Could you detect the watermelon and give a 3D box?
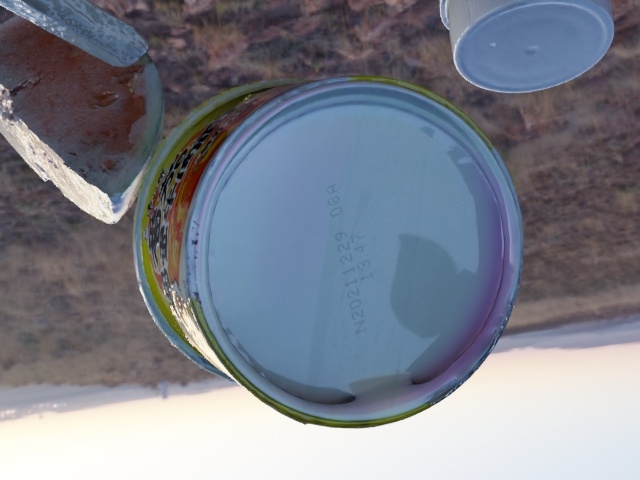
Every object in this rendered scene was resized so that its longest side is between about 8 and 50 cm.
[{"bbox_3d":[-0.292,-0.139,0.868,0.180,0.305,0.224,-11,136,-59],"label":"watermelon"}]

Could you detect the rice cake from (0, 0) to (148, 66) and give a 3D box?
[{"bbox_3d":[-0.289,-0.249,0.719,0.256,0.057,0.052,24,109,-48],"label":"rice cake"}]

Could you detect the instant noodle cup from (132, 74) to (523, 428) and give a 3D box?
[{"bbox_3d":[0.000,0.000,0.500,0.264,0.265,0.200,-5,-176,-13],"label":"instant noodle cup"}]

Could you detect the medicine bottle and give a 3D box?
[{"bbox_3d":[0.268,-0.382,0.971,0.245,0.306,0.245,0,157,0],"label":"medicine bottle"}]
